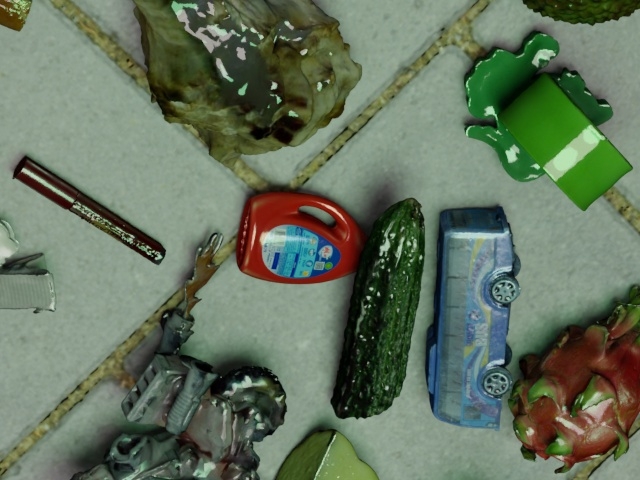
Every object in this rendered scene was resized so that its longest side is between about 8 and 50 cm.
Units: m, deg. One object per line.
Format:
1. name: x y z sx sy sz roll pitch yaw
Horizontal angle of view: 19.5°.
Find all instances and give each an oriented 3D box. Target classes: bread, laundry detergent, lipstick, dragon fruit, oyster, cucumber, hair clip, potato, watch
1. bread: -0.314 -0.231 1.757 0.083 0.036 0.047 20 110 -16
2. laundry detergent: 0.000 0.000 1.911 0.165 0.049 0.097 5 111 -17
3. lipstick: -0.228 -0.029 1.865 0.176 0.027 0.027 33 103 -23
4. dragon fruit: 0.302 0.149 1.992 0.236 0.135 0.137 -40 109 -13
5. oyster: -0.095 -0.212 1.758 0.198 0.133 0.337 -36 119 -3
6. cucumber: 0.061 0.074 1.908 0.077 0.077 0.265 -1 128 -11
7. hair clip: -0.375 0.049 1.857 0.220 0.054 0.140 -7 118 -6
8. potato: 0.017 0.283 2.017 0.120 0.081 0.149 24 87 -26
9. watch: 0.224 -0.108 1.852 0.131 0.152 0.165 -40 116 10

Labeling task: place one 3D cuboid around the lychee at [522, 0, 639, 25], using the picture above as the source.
1. lychee: 0.256 -0.278 1.784 0.171 0.171 0.171 -4 113 -9

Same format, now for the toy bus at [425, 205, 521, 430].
1. toy bus: 0.160 0.082 1.964 0.094 0.079 0.236 4 112 4

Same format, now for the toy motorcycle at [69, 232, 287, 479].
1. toy motorcycle: -0.143 0.194 1.919 0.207 0.134 0.401 12 111 -22
